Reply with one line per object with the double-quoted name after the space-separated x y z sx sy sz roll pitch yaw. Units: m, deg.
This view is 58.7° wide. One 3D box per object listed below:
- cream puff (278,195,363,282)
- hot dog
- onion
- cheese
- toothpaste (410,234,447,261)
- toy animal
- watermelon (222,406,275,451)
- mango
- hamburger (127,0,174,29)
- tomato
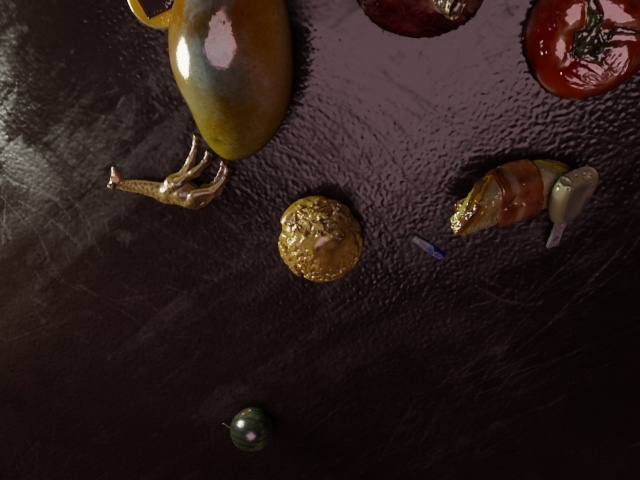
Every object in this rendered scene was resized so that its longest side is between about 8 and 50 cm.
0.000 0.000 1.157 0.189 0.129 0.188 3 115 6 "cream puff"
0.355 -0.092 1.076 0.262 0.093 0.123 -16 128 -10 "hot dog"
0.175 -0.424 0.894 0.252 0.219 0.252 -17 148 -11 "onion"
0.461 -0.052 1.075 0.097 0.037 0.192 -23 142 -15 "cheese"
0.226 0.017 1.189 0.083 0.015 0.024 32 112 -11 "toothpaste"
-0.315 -0.125 1.199 0.276 0.054 0.149 -18 105 16 "toy animal"
-0.178 0.458 1.384 0.133 0.105 0.105 1 112 14 "watermelon"
-0.159 -0.313 1.024 0.222 0.198 0.383 4 124 -3 "mango"
-0.294 -0.460 1.045 0.127 0.081 0.141 -35 115 22 "hamburger"
0.463 -0.345 0.960 0.228 0.101 0.227 4 115 10 "tomato"
